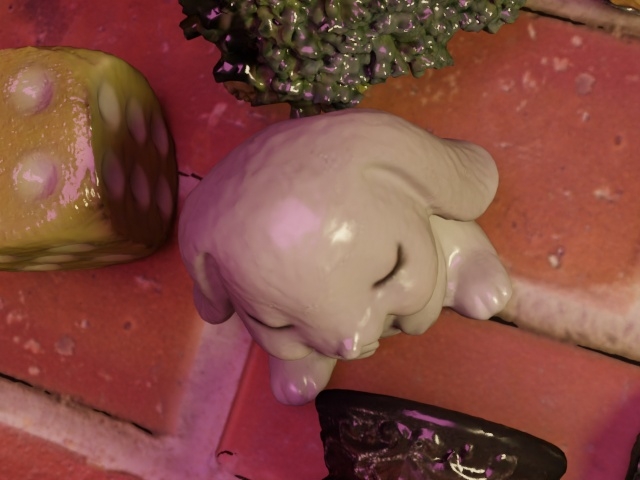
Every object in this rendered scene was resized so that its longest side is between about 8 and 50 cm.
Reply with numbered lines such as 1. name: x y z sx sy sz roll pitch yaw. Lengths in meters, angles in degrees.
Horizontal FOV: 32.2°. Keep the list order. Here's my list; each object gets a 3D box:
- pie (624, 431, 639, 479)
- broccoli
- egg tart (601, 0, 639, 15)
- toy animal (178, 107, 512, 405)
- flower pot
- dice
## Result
1. pie: 0.331 0.218 0.813 0.240 0.054 0.240 -3 80 16
2. broccoli: 0.013 -0.282 0.875 0.348 0.293 0.281 -34 33 -9
3. egg tart: 0.283 -0.282 0.842 0.234 0.234 0.094 -31 32 11
4. toy animal: 0.000 0.000 0.832 0.271 0.265 0.206 -25 74 14
5. flower pot: 0.055 0.258 0.794 0.266 0.266 0.267 9 74 18
6. dice: -0.232 -0.065 0.959 0.169 0.169 0.166 -8 81 16
